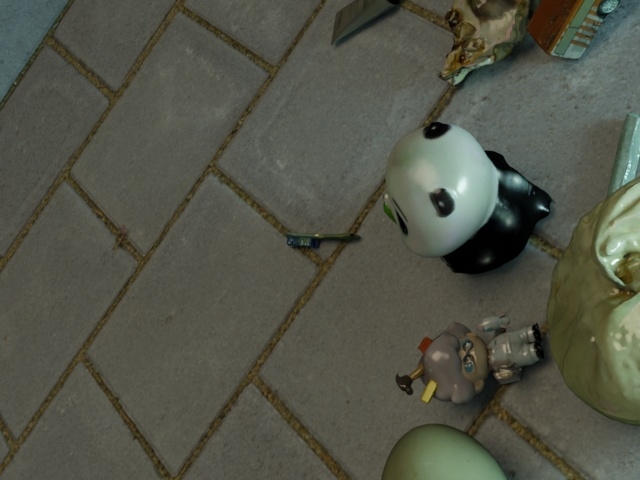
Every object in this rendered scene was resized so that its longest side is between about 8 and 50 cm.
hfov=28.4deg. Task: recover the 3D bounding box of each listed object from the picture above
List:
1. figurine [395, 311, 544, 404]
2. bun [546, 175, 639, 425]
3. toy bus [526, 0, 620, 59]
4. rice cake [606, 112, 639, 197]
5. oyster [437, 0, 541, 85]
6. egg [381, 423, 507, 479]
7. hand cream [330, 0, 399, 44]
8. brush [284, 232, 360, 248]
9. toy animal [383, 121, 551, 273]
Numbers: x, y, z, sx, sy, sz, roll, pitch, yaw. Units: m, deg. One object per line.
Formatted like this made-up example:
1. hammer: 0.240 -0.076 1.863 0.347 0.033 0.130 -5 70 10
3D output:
1. figurine: 0.232 0.183 1.935 0.229 0.112 0.137 -18 61 22
2. bun: 0.444 0.070 1.696 0.361 0.213 0.361 -29 43 31
3. toy bus: 0.464 -0.470 1.995 0.093 0.092 0.409 61 138 38
4. rice cake: 0.470 -0.121 1.938 0.033 0.029 0.170 -4 62 51
5. oyster: 0.327 -0.421 2.213 0.354 0.107 0.201 -54 33 40
6. egg: 0.178 0.370 1.806 0.188 0.188 0.253 -40 35 21
7. hand cream: 0.088 -0.462 2.525 0.186 0.054 0.087 -25 46 42
8. brush: 0.000 -0.001 2.337 0.178 0.033 0.030 1 74 46
9. toy animal: 0.205 -0.064 1.995 0.212 0.267 0.212 -24 54 39
